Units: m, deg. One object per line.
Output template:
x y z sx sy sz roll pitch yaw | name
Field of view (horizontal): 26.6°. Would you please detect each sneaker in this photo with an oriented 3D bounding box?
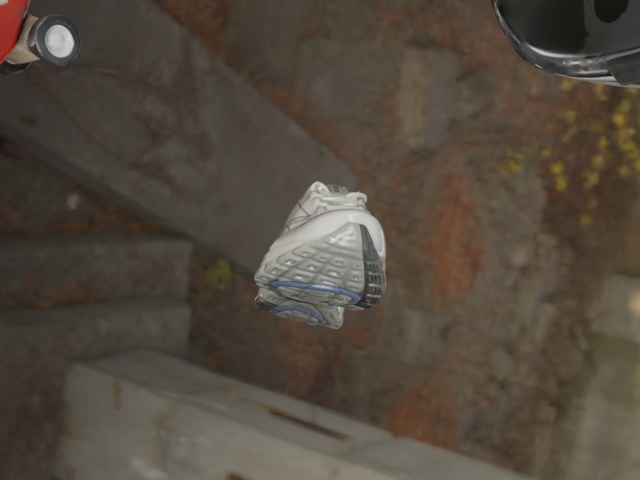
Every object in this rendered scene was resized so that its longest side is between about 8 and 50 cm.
0.000 0.000 1.233 0.297 0.111 0.129 143 -38 -76 | sneaker

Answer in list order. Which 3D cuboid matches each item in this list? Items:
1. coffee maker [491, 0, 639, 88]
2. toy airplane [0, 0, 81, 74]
0.123 -0.109 0.401 0.178 0.120 0.171 14 47 -47 | coffee maker
-0.474 -0.186 1.446 0.272 0.386 0.384 51 18 -28 | toy airplane
